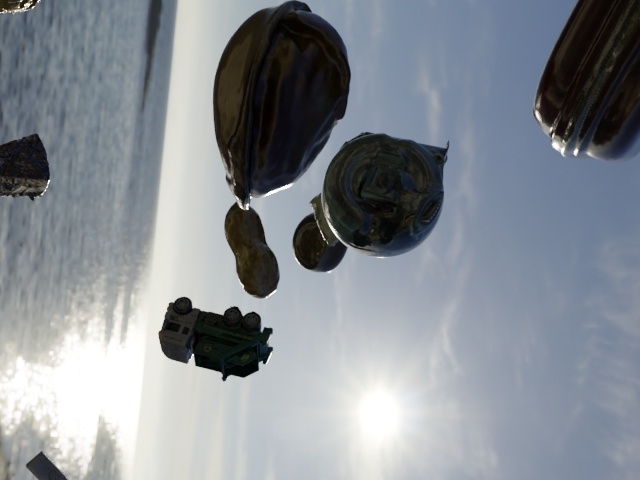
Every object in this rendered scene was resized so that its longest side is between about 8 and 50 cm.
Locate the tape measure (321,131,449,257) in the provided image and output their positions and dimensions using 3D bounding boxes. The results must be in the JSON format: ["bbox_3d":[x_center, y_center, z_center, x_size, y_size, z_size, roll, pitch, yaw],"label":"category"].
[{"bbox_3d":[0.132,-0.106,1.688,0.147,0.256,0.275,83,21,-65],"label":"tape measure"}]

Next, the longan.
[{"bbox_3d":[0.000,0.000,2.339,0.189,0.189,0.189,-174,-90,-78],"label":"longan"}]

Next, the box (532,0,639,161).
[{"bbox_3d":[0.324,-0.197,0.811,0.263,0.108,0.404,-62,161,15],"label":"box"}]

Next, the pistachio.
[{"bbox_3d":[-0.043,-0.128,0.791,0.165,0.130,0.210,-34,145,-72],"label":"pistachio"}]

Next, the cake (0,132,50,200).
[{"bbox_3d":[-0.733,-0.175,1.789,0.112,0.245,0.135,-40,-127,52],"label":"cake"}]

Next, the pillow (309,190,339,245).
[{"bbox_3d":[0.058,-0.084,1.902,0.229,0.050,0.128,-37,-103,48],"label":"pillow"}]

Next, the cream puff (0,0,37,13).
[{"bbox_3d":[-0.489,-0.416,1.270,0.104,0.133,0.120,15,79,-77],"label":"cream puff"}]

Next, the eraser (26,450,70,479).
[{"bbox_3d":[-0.495,0.427,1.471,0.083,0.038,0.019,55,-19,-22],"label":"eraser"}]

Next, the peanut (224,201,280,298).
[{"bbox_3d":[-0.133,0.017,1.544,0.089,0.089,0.193,141,-72,-74],"label":"peanut"}]

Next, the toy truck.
[{"bbox_3d":[-0.204,0.196,1.547,0.110,0.215,0.116,94,12,-50],"label":"toy truck"}]
